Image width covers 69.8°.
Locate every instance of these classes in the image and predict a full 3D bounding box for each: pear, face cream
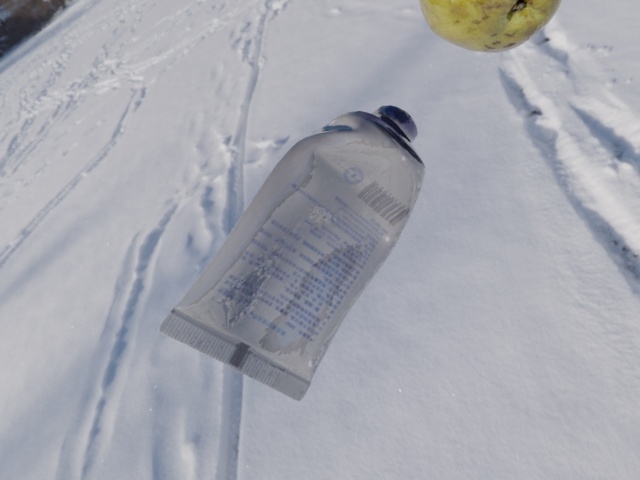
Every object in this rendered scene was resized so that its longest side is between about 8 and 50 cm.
[{"bbox_3d":[0.370,-0.548,0.967,0.303,0.304,0.304,-20,40,18],"label":"pear"},{"bbox_3d":[0.000,0.000,0.631,0.420,0.234,0.137,-57,26,-5],"label":"face cream"}]
